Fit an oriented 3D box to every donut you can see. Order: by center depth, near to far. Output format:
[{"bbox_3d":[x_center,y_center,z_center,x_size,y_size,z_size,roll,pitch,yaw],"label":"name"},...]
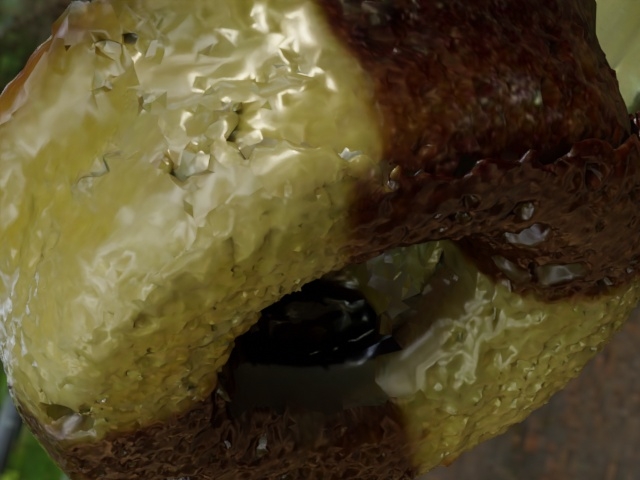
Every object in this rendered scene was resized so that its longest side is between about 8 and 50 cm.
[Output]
[{"bbox_3d":[0.000,0.000,0.371,0.059,0.140,0.140,64,143,32],"label":"donut"}]

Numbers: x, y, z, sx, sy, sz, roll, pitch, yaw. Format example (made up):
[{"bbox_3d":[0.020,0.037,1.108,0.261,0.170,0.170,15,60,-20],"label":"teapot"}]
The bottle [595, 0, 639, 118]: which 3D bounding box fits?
[{"bbox_3d":[0.034,-0.191,0.814,0.171,0.351,0.171,-51,-10,-12],"label":"bottle"}]
